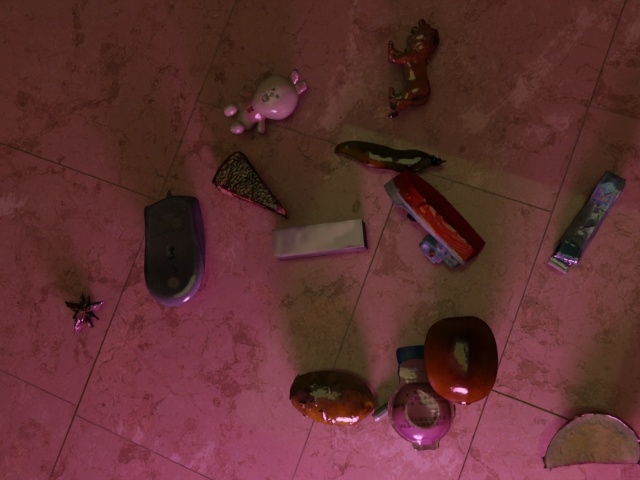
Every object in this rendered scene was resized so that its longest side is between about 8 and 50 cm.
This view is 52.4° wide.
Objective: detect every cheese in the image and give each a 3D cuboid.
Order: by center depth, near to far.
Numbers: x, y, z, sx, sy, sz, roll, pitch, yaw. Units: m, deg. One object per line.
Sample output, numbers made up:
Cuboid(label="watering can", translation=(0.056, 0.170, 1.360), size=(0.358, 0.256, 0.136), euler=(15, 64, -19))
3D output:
Cuboid(label="cheese", translation=(0.272, 0.431, 1.793), size=(0.188, 0.074, 0.286), euler=(-6, 68, -4))

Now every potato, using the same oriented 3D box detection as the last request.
Cuboid(label="potato", translation=(0.693, 0.515, 1.685), size=(0.243, 0.098, 0.138), euler=(-10, 76, 17))
Cuboid(label="potato", translation=(0.034, 0.443, 1.827), size=(0.251, 0.113, 0.149), euler=(12, 86, 14))

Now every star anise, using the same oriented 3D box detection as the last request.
Cuboid(label="star anise", translation=(-0.737, 0.219, 2.055), size=(0.129, 0.056, 0.124), euler=(-23, 77, 8))

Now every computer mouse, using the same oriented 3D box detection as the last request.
Cuboid(label="computer mouse", translation=(-0.440, 0.026, 1.988), size=(0.188, 0.122, 0.371), euler=(-10, 73, 8))

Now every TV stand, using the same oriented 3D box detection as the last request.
Cuboid(label="TV stand", translation=(0.000, 0.000, 1.918), size=(0.269, 0.083, 0.088), euler=(-7, 78, 12))

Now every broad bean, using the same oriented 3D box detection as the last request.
Cuboid(label="broad bean", translation=(0.201, -0.243, 1.919), size=(0.339, 0.061, 0.077), euler=(11, 77, 13))

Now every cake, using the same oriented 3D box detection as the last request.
Cuboid(label="cake", translation=(-0.190, -0.173, 1.968), size=(0.246, 0.112, 0.135), euler=(22, 84, 14))

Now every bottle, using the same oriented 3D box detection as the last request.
Cuboid(label="bottle", translation=(0.184, 0.477, 1.832), size=(0.083, 0.030, 0.030), euler=(-37, 76, 5))

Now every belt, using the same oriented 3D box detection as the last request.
Cuboid(label="belt", translation=(0.723, -0.050, 1.765), size=(0.072, 0.087, 0.302), euler=(32, 89, 11))

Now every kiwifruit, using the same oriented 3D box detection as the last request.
Cuboid(label="kiwifruit", translation=(0.376, 0.319, 1.734), size=(0.196, 0.196, 0.234), euler=(-8, 78, 11))

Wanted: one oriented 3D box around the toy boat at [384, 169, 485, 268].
Cuboid(label="toy boat", translation=(0.302, -0.056, 1.839), size=(0.332, 0.145, 0.133), euler=(50, 122, 15))

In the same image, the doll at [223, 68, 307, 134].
Cuboid(label="doll", translation=(-0.171, -0.426, 2.008), size=(0.275, 0.113, 0.155), euler=(-31, 86, -1))

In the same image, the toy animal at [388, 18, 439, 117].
Cuboid(label="toy animal", translation=(0.277, -0.507, 1.929), size=(0.157, 0.097, 0.312), euler=(-1, 83, 6))
